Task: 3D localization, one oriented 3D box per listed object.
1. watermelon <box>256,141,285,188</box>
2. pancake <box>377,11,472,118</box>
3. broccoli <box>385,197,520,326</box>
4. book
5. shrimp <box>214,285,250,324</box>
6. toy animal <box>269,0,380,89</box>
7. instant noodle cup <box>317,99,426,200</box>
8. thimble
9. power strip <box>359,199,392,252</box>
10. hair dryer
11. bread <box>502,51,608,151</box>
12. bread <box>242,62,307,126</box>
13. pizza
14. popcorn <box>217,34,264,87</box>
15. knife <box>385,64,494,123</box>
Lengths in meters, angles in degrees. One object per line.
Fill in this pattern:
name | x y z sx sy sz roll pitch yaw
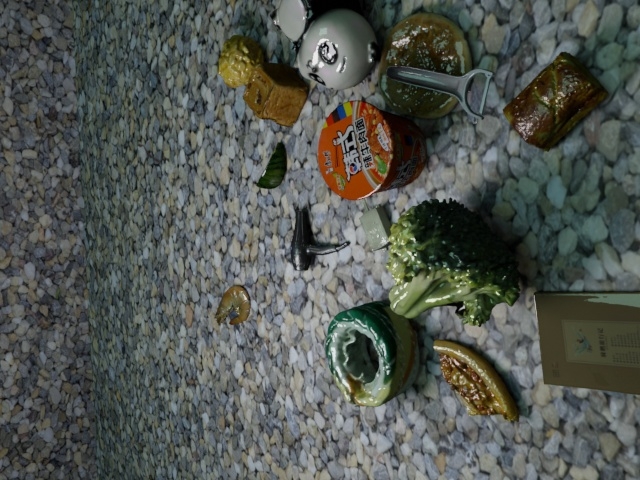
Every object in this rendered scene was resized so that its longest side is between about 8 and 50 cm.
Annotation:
watermelon | -0.176 -0.235 1.787 0.092 0.075 0.181 57 131 27
pancake | 0.261 -0.445 1.351 0.283 0.049 0.282 9 104 40
broccoli | 0.278 0.073 1.196 0.293 0.348 0.281 53 123 17
book | 0.615 0.214 1.116 0.311 0.021 0.216 -5 93 45
shrimp | -0.339 0.270 2.048 0.133 0.053 0.236 44 122 7
toy animal | 0.029 -0.563 1.442 0.251 0.251 0.309 -34 85 42
instant noodle cup | 0.146 -0.235 1.391 0.250 0.192 0.250 9 102 43
thimble | 0.143 0.322 1.491 0.254 0.167 0.288 11 103 44
power strip | 0.154 -0.053 1.513 0.075 0.042 0.175 -34 72 43
hair dryer | 0.000 0.000 1.673 0.219 0.075 0.195 -2 85 34
bread | 0.487 -0.291 1.112 0.172 0.103 0.132 -49 59 40
bread | -0.142 -0.463 1.676 0.158 0.143 0.149 -53 54 35
pizza | 0.383 0.355 1.338 0.134 0.056 0.271 -49 62 28
popcorn | -0.273 -0.602 1.781 0.180 0.170 0.179 -3 74 10
knife | 0.282 -0.372 1.279 0.278 0.053 0.123 27 121 34
